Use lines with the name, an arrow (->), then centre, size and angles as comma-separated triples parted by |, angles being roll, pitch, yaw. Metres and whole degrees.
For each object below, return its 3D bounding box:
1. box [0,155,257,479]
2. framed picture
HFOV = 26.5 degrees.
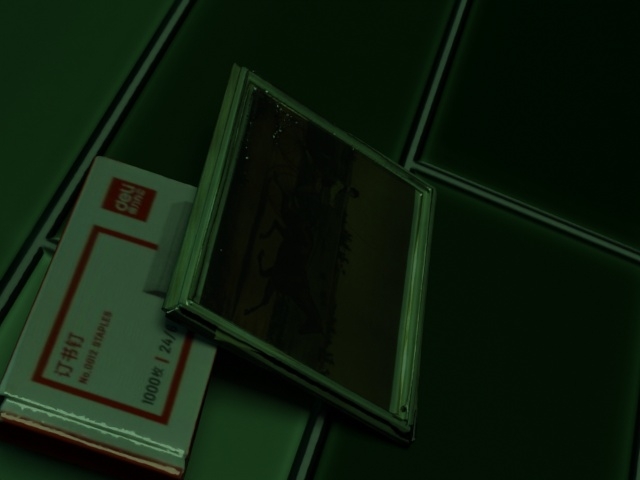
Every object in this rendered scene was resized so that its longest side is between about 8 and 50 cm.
box -> -0.121, 0.051, 0.873 | 0.122, 0.050, 0.229 | 19, 45, -5
framed picture -> 0.000, 0.000, 0.950 | 0.197, 0.014, 0.252 | 31, 42, -20
